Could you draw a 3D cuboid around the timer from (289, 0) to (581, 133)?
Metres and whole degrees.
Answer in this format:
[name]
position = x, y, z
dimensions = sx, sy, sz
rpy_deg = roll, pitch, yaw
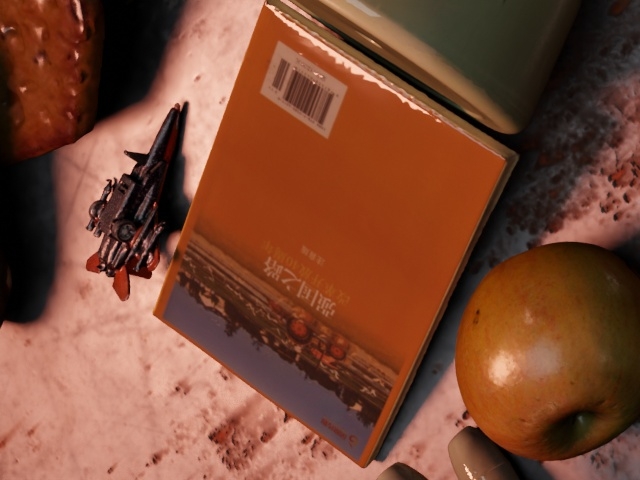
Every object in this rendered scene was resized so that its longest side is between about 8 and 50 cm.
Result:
[timer]
position = 0.119, -0.290, 1.558
dimensions = 0.290, 0.291, 0.315
rpy_deg = 33, 92, 18

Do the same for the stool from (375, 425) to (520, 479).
[stool]
position = 0.114, 0.299, 1.694
dimensions = 0.199, 0.195, 0.195
rpy_deg = 46, 117, 14

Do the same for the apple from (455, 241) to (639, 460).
[apple]
position = 0.198, 0.089, 1.625
dimensions = 0.182, 0.182, 0.155
rpy_deg = -38, 53, 29

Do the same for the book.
[book]
position = 0.000, 0.000, 1.742
dimensions = 0.262, 0.028, 0.374
rpy_deg = 34, 128, 16

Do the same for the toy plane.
[toy plane]
position = -0.175, -0.043, 1.852
dimensions = 0.130, 0.061, 0.189
rpy_deg = 36, 115, 50

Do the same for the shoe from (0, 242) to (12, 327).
[shoe]
position = -0.411, -0.069, 1.861
dimensions = 0.237, 0.171, 0.384
rpy_deg = -45, 117, 12

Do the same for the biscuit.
[biscuit]
position = -0.328, -0.237, 1.845
dimensions = 0.359, 0.046, 0.359
rpy_deg = 26, 131, 34
